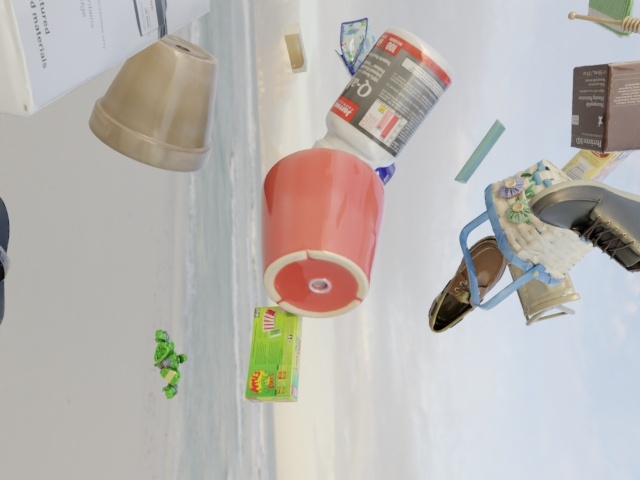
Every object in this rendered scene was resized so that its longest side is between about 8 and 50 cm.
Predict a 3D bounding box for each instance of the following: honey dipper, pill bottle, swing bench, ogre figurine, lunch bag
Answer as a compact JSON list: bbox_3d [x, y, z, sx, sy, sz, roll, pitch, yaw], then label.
[{"bbox_3d":[0.597,-0.462,1.102,0.160,0.030,0.030,34,-46,43],"label":"honey dipper"},{"bbox_3d":[0.143,-0.315,1.296,0.363,0.210,0.210,-54,-165,10],"label":"pill bottle"},{"bbox_3d":[0.719,0.122,1.726,0.254,0.165,0.253,43,32,-60],"label":"swing bench"},{"bbox_3d":[-0.463,0.369,1.595,0.197,0.097,0.118,59,-6,2],"label":"ogre figurine"},{"bbox_3d":[0.102,-0.494,1.413,0.129,0.096,0.151,40,50,-60],"label":"lunch bag"}]

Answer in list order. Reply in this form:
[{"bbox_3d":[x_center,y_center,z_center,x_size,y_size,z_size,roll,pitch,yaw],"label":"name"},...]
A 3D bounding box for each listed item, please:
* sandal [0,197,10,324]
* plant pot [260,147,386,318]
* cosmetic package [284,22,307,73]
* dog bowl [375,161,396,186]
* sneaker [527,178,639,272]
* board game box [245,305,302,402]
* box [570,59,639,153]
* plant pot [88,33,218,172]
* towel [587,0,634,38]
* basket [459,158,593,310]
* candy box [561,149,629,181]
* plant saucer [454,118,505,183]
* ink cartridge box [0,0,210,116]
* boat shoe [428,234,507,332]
[{"bbox_3d":[-0.419,0.033,0.635,0.054,0.097,0.255,35,-51,24],"label":"sandal"},{"bbox_3d":[0.000,0.000,1.026,0.275,0.274,0.243,94,0,-46],"label":"plant pot"},{"bbox_3d":[-0.066,-0.517,1.411,0.115,0.041,0.060,76,11,-47],"label":"cosmetic package"},{"bbox_3d":[0.102,-0.226,1.665,0.104,0.265,0.265,57,10,-29],"label":"dog bowl"},{"bbox_3d":[0.435,-0.020,0.811,0.083,0.222,0.118,117,-27,-54],"label":"sneaker"},{"bbox_3d":[-0.088,0.220,1.020,0.043,0.092,0.181,61,28,-57],"label":"board game box"},{"bbox_3d":[0.723,-0.325,1.258,0.168,0.167,0.203,-99,-176,-75],"label":"box"},{"bbox_3d":[-0.405,-0.377,1.372,0.280,0.323,0.323,-62,-161,23],"label":"plant pot"},{"bbox_3d":[0.835,-0.762,1.477,0.248,0.038,0.325,-90,170,-55],"label":"towel"},{"bbox_3d":[0.422,-0.015,1.118,0.289,0.201,0.255,-49,-155,35],"label":"basket"},{"bbox_3d":[0.850,-0.266,1.548,0.316,0.183,0.087,-50,-116,22],"label":"candy box"},{"bbox_3d":[0.434,-0.235,1.417,0.018,0.067,0.192,43,-71,28],"label":"plant saucer"},{"bbox_3d":[-0.301,-0.277,0.489,0.395,0.285,0.166,-76,174,-56],"label":"ink cartridge box"},{"bbox_3d":[0.378,0.126,1.335,0.104,0.110,0.307,-48,165,-53],"label":"boat shoe"}]
